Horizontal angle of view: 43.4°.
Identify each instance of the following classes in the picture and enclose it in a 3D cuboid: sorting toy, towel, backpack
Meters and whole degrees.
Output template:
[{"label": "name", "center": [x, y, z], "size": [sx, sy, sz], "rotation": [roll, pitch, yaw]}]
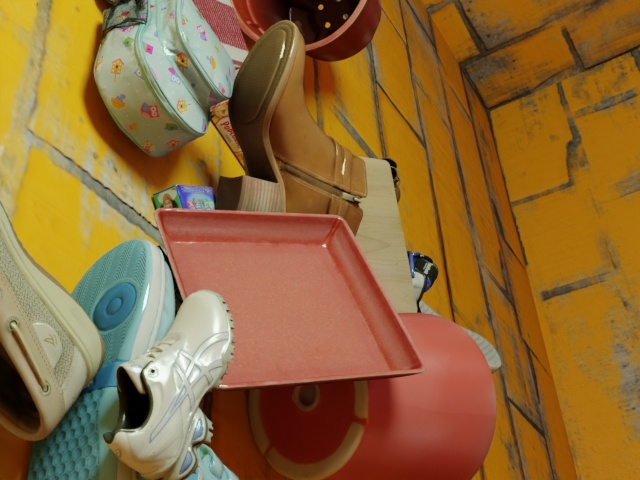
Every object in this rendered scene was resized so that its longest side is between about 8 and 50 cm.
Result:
[{"label": "sorting toy", "center": [0.000, 0.000, 1.211], "size": [0.257, 0.089, 0.256], "rotation": [3, 69, -34]}, {"label": "towel", "center": [-0.214, -0.430, 1.284], "size": [0.237, 0.037, 0.329], "rotation": [-15, 86, -70]}, {"label": "backpack", "center": [-0.192, -0.205, 0.996], "size": [0.188, 0.144, 0.166], "rotation": [-84, 151, -43]}]

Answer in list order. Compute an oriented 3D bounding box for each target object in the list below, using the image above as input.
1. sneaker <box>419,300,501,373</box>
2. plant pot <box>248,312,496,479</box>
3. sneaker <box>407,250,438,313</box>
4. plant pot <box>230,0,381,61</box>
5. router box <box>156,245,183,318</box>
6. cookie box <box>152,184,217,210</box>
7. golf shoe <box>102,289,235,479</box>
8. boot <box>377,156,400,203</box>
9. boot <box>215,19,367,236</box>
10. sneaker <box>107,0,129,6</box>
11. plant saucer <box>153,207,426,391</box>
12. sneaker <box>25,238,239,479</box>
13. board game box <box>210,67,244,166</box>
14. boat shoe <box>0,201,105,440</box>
[{"label": "sneaker", "center": [0.189, 0.199, 1.547], "size": [0.321, 0.127, 0.126], "rotation": [32, 29, -17]}, {"label": "plant pot", "center": [0.056, 0.214, 1.059], "size": [0.243, 0.275, 0.275], "rotation": [18, 54, -48]}, {"label": "sneaker", "center": [0.097, 0.039, 1.378], "size": [0.316, 0.182, 0.127], "rotation": [64, 21, -11]}, {"label": "plant pot", "center": [-0.006, -0.464, 1.517], "size": [0.265, 0.272, 0.273], "rotation": [-4, 74, -75]}, {"label": "router box", "center": [-0.187, 0.076, 0.890], "size": [0.092, 0.038, 0.122], "rotation": [58, 25, -22]}, {"label": "cookie box", "center": [-0.160, -0.013, 1.027], "size": [0.092, 0.040, 0.107], "rotation": [-2, 72, -67]}, {"label": "golf shoe", "center": [-0.125, 0.107, 0.668], "size": [0.086, 0.069, 0.176], "rotation": [39, 44, -36]}, {"label": "boot", "center": [0.127, -0.111, 1.668], "size": [0.305, 0.115, 0.112], "rotation": [1, 67, -67]}, {"label": "boot", "center": [-0.012, -0.131, 1.087], "size": [0.220, 0.109, 0.284], "rotation": [10, 89, -39]}, {"label": "sneaker", "center": [-0.251, -0.325, 1.066], "size": [0.211, 0.080, 0.081], "rotation": [47, 36, -23]}, {"label": "plant saucer", "center": [-0.044, 0.069, 0.913], "size": [0.258, 0.048, 0.259], "rotation": [1, 43, -31]}, {"label": "sneaker", "center": [-0.157, 0.172, 0.769], "size": [0.208, 0.127, 0.319], "rotation": [41, 45, -45]}, {"label": "board game box", "center": [-0.097, -0.168, 1.299], "size": [0.193, 0.045, 0.147], "rotation": [57, 25, -27]}, {"label": "boat shoe", "center": [-0.288, 0.023, 0.601], "size": [0.302, 0.109, 0.098], "rotation": [54, 27, -20]}]
